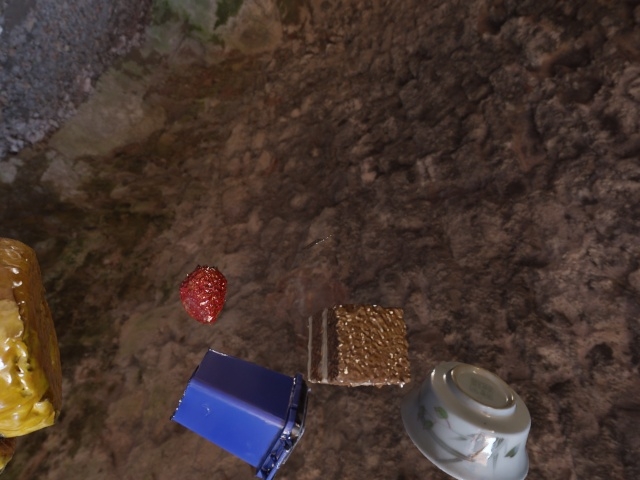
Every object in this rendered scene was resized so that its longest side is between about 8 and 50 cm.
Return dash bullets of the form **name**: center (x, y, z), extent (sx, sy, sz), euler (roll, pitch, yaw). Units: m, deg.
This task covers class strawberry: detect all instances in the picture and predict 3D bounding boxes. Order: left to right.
- **strawberry**: center (-0.322, 0.146, 1.093), extent (0.131, 0.131, 0.148), euler (-45, -149, 40)

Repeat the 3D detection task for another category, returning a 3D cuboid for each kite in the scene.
- **kite**: center (0.000, -0.002, 0.693), extent (0.078, 0.002, 0.044), euler (-30, -170, 6)

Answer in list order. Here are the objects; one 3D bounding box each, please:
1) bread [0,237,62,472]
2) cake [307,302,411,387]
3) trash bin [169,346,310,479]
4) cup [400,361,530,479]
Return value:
- **bread**: center (-0.323, 0.099, 0.376), extent (0.198, 0.120, 0.236), euler (44, -45, 43)
- **cake**: center (0.054, 0.180, 0.670), extent (0.147, 0.135, 0.134), euler (134, -39, -54)
- **trash bin**: center (-0.152, 0.329, 0.782), extent (0.162, 0.234, 0.184), euler (-62, -175, 18)
- **cup**: center (0.404, 0.449, 1.075), extent (0.347, 0.347, 0.163), euler (-117, -143, -63)
